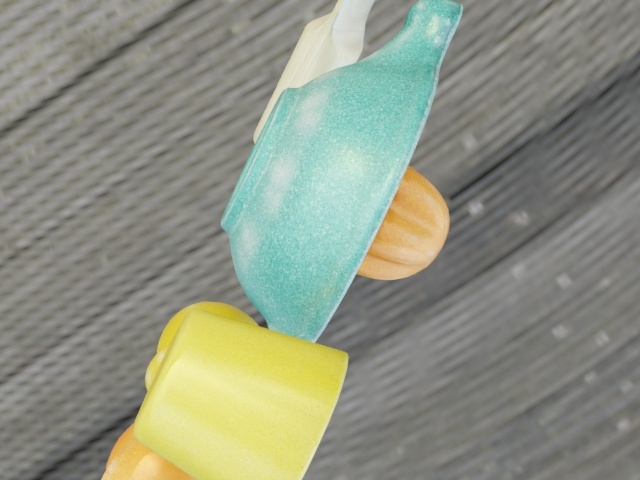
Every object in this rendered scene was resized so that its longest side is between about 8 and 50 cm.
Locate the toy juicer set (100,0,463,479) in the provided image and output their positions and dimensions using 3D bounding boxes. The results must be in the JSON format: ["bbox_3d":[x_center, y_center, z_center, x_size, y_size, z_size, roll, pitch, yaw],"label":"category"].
[{"bbox_3d":[0.000,0.000,0.793,0.089,0.329,0.209,25,146,-5],"label":"toy juicer set"}]
